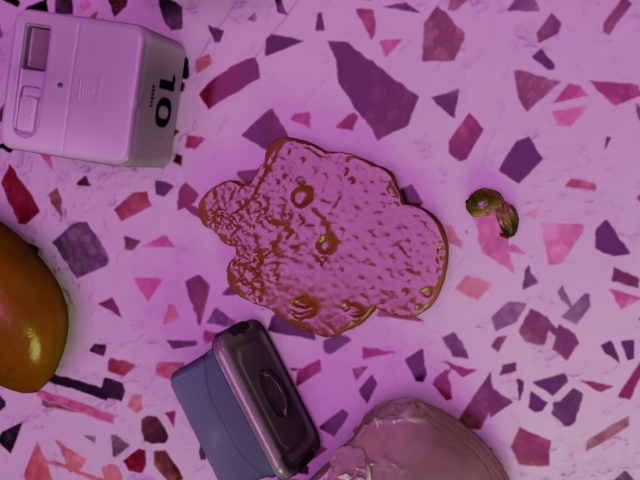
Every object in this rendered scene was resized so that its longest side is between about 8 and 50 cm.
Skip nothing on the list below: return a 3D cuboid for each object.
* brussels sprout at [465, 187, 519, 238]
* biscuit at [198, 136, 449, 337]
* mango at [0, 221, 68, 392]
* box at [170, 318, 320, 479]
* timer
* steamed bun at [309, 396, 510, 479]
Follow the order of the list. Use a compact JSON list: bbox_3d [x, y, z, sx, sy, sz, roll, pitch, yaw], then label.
[{"bbox_3d":[0.248,-0.042,1.524,0.083,0.046,0.051,34,94,-5],"label":"brussels sprout"},{"bbox_3d":[0.001,0.000,1.557,0.376,0.051,0.269,18,98,8],"label":"biscuit"},{"bbox_3d":[-0.503,0.084,1.584,0.317,0.173,0.211,44,99,-3],"label":"mango"},{"bbox_3d":[-0.103,0.238,1.538,0.130,0.162,0.227,-28,88,20],"label":"box"},{"bbox_3d":[-0.318,-0.211,1.521,0.194,0.195,0.192,10,95,9],"label":"timer"},{"bbox_3d":[0.113,0.409,1.474,0.312,0.233,0.334,34,99,6],"label":"steamed bun"}]
